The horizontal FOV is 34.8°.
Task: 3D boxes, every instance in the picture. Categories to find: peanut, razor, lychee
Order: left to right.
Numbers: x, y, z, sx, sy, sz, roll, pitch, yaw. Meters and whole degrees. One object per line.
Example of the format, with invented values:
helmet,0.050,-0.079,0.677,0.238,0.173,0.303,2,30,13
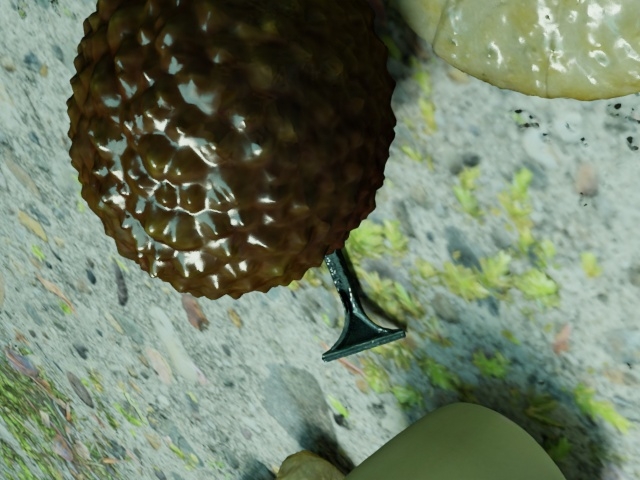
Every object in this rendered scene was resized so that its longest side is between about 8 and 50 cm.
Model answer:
lychee,-0.048,-0.066,0.577,0.200,0.200,0.238,29,149,27
razor,0.000,-0.002,0.736,0.066,0.033,0.190,-19,113,7
peanut,0.004,0.284,0.972,0.087,0.087,0.206,17,136,38

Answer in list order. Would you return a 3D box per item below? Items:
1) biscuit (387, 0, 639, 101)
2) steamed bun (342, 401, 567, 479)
biscuit,0.093,-0.157,0.470,0.220,0.033,0.220,31,144,26
steamed bun,0.075,0.232,0.736,0.155,0.200,0.250,42,154,35
